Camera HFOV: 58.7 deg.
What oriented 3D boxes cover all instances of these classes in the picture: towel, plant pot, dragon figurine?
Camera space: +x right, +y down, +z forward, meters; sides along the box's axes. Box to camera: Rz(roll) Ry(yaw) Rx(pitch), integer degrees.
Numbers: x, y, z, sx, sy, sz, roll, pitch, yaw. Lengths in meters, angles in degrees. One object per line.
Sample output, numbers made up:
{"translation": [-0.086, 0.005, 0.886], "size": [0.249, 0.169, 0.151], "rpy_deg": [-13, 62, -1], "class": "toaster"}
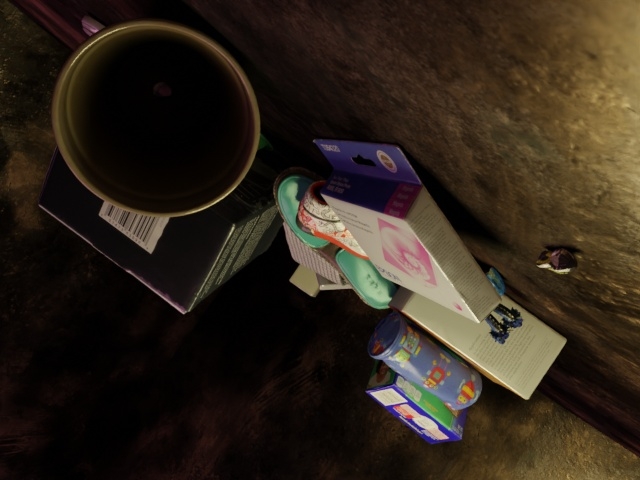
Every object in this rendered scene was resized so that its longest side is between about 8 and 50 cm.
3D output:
{"translation": [0.000, 0.000, 1.864], "size": [0.235, 0.121, 0.284], "rpy_deg": [29, 153, 28], "class": "towel"}
{"translation": [-0.289, -0.242, 1.025], "size": [0.323, 0.323, 0.280], "rpy_deg": [38, -169, -28], "class": "plant pot"}
{"translation": [0.312, 0.095, 1.143], "size": [0.144, 0.085, 0.289], "rpy_deg": [30, 161, 51], "class": "dragon figurine"}

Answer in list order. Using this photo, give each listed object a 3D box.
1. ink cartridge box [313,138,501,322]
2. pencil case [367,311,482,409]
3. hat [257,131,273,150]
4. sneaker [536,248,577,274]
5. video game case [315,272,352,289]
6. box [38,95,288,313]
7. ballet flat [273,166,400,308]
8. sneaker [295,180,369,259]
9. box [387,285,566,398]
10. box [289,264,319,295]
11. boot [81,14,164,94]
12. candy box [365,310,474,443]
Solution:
{"translation": [0.121, -0.027, 1.001], "size": [0.330, 0.071, 0.324], "rpy_deg": [50, 170, -23], "class": "ink cartridge box"}
{"translation": [0.251, 0.291, 1.365], "size": [0.306, 0.119, 0.133], "rpy_deg": [37, -170, -22], "class": "pencil case"}
{"translation": [-0.251, -0.225, 1.457], "size": [0.208, 0.184, 0.173], "rpy_deg": [39, 173, -40], "class": "hat"}
{"translation": [0.325, 0.030, 0.764], "size": [0.035, 0.031, 0.083], "rpy_deg": [22, -178, -6], "class": "sneaker"}
{"translation": [0.092, 0.096, 2.012], "size": [0.226, 0.026, 0.206], "rpy_deg": [-2, -144, -10], "class": "video game case"}
{"translation": [-0.369, -0.130, 1.526], "size": [0.479, 0.297, 0.472], "rpy_deg": [35, -156, 5], "class": "box"}
{"translation": [0.050, -0.022, 1.481], "size": [0.483, 0.164, 0.182], "rpy_deg": [48, -158, -23], "class": "ballet flat"}
{"translation": [0.082, -0.045, 1.277], "size": [0.270, 0.090, 0.145], "rpy_deg": [19, 145, -2], "class": "sneaker"}
{"translation": [0.360, 0.193, 1.361], "size": [0.345, 0.168, 0.215], "rpy_deg": [36, 176, 1], "class": "box"}
{"translation": [0.007, 0.072, 2.156], "size": [0.113, 0.275, 0.094], "rpy_deg": [35, 178, 11], "class": "box"}
{"translation": [-0.552, -0.473, 1.535], "size": [0.258, 0.123, 0.095], "rpy_deg": [38, 175, -31], "class": "boot"}
{"translation": [0.290, 0.336, 1.545], "size": [0.268, 0.317, 0.122], "rpy_deg": [41, 138, -19], "class": "candy box"}
